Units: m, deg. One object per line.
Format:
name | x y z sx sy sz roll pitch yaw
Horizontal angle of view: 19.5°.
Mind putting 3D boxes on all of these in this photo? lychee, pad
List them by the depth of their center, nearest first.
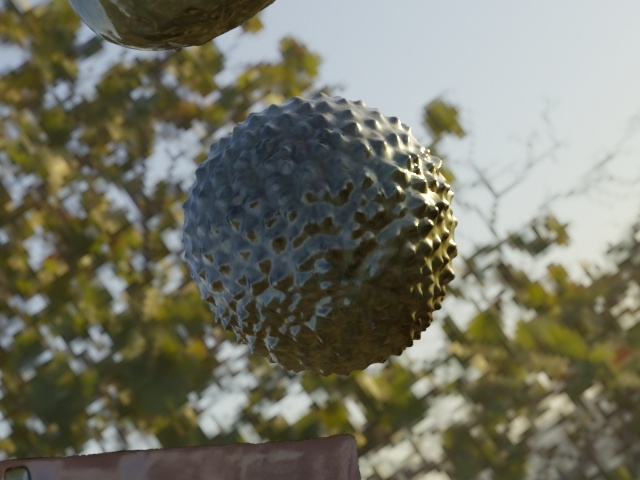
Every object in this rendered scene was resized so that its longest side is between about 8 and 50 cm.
pad | -0.063 0.157 0.923 0.188 0.113 0.006 -3 -19 -19
lychee | 0.000 0.000 1.655 0.255 0.255 0.274 -36 18 5

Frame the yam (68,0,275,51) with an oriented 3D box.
yam | 0.008 -0.212 0.810 0.330 0.133 0.133 -48 -6 -16
